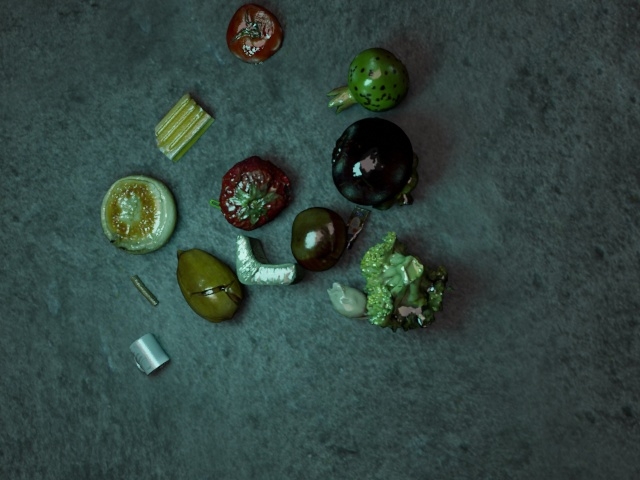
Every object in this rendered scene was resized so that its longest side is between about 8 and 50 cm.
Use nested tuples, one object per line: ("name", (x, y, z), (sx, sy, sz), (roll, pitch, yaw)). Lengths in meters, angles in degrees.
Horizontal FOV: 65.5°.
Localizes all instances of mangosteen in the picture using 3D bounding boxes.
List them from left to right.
("mangosteen", (0.190, -0.265, 1.717), (0.329, 0.330, 0.331), (0, 87, 7))

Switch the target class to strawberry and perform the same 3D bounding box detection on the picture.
("strawberry", (-0.247, -0.181, 1.818), (0.273, 0.220, 0.274), (-11, 120, -19))

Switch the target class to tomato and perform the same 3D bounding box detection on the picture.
("tomato", (-0.255, -0.798, 1.894), (0.227, 0.101, 0.228), (0, 90, 5))

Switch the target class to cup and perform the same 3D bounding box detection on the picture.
("cup", (-0.663, 0.443, 1.891), (0.136, 0.099, 0.133), (-37, 84, 4))

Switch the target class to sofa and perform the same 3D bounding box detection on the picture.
("sofa", (-0.174, 0.071, 1.794), (0.225, 0.210, 0.176), (0, 86, 11))

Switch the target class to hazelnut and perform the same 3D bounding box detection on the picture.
("hazelnut", (0.000, 0.000, 1.774), (0.229, 0.229, 0.230), (0, 87, 7))

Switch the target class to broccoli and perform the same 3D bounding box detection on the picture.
("broccoli", (0.293, 0.129, 1.685), (0.293, 0.281, 0.348), (-6, 77, -2))

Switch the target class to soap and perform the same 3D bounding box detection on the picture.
("soap", (-0.538, -0.435, 1.926), (0.140, 0.073, 0.232), (44, 94, 8))

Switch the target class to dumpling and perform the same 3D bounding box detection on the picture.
("dumpling", (0.101, 0.225, 1.796), (0.199, 0.136, 0.118), (47, 57, -13))

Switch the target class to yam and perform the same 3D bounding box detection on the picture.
("yam", (-0.685, 0.196, 1.939), (0.032, 0.032, 0.145), (-44, 82, 4))

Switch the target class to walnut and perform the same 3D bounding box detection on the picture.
("walnut", (-0.424, 0.151, 1.828), (0.336, 0.209, 0.209), (43, 93, 14))

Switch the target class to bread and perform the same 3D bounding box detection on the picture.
("bread", (-0.681, -0.096, 1.888), (0.305, 0.159, 0.306), (0, 86, 4))

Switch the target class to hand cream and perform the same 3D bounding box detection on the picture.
("hand cream", (0.126, -0.047, 1.843), (0.062, 0.039, 0.163), (20, 88, 24))

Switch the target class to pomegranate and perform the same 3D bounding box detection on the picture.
("pomegranate", (0.184, -0.550, 1.794), (0.285, 0.230, 0.231), (-34, 82, 46))

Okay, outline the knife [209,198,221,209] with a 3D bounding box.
("knife", (-0.331, -0.120, 1.915), (0.211, 0.015, 0.054), (22, 90, 8))
